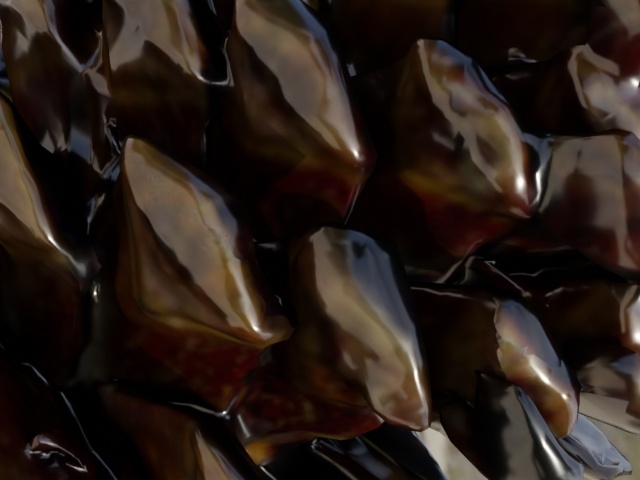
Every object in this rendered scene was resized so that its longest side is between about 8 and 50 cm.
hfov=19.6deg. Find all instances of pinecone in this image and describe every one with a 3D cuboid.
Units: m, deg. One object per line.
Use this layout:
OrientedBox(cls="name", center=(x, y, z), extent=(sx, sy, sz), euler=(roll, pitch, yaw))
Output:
OrientedBox(cls="pinecone", center=(0.000, 0.000, 0.496), extent=(0.224, 0.273, 0.224), euler=(60, -2, 4))
